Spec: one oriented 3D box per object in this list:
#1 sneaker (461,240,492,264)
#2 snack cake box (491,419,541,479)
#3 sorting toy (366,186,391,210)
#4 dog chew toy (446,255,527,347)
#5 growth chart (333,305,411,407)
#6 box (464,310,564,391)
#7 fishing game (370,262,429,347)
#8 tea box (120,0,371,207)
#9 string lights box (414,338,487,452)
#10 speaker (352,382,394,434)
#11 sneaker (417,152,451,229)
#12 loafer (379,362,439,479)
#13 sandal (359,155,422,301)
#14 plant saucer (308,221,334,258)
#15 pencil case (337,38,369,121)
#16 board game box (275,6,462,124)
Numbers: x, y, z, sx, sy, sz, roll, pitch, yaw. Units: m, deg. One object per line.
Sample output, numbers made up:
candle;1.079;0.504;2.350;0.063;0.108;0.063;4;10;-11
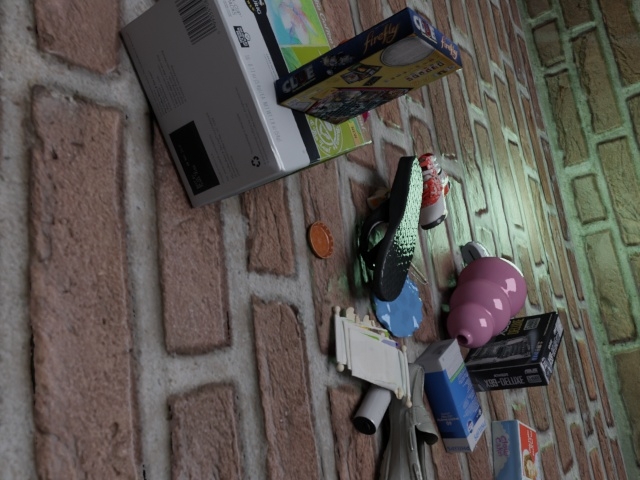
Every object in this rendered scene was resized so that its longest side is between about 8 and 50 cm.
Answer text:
sneaker;0.559;0.114;1.894;0.091;0.094;0.258;-16;80;-46
snack cake box;0.588;0.688;1.724;0.152;0.089;0.264;34;50;-40
sorting toy;0.161;-0.092;1.517;0.083;0.045;0.075;-46;133;-51
dog chew toy;0.474;0.190;1.692;0.332;0.206;0.206;-44;112;-44
growth chart;0.116;0.248;1.264;0.237;0.021;0.172;31;43;-27
box;0.576;0.331;1.724;0.307;0.242;0.076;-36;106;-53
fishing game;0.188;0.153;1.446;0.189;0.041;0.264;43;50;-25
tea box;-0.116;-0.272;1.047;0.323;0.220;0.329;-31;102;-55
string lights box;0.348;0.407;1.522;0.133;0.077;0.260;-25;97;-54
speaker;0.119;0.354;1.251;0.055;0.055;0.136;61;37;-17
sneaker;0.312;-0.154;1.700;0.145;0.090;0.270;55;35;-22
loafer;0.211;0.426;1.287;0.112;0.111;0.319;55;38;-45
sandal;0.171;-0.027;1.429;0.167;0.107;0.446;67;31;-41
plant saucer;0.000;0.000;1.272;0.083;0.013;0.083;26;56;-45
pencil case;0.080;-0.404;1.482;0.104;0.104;0.236;33;53;-43
board game box;0.074;-0.259;0.899;0.165;0.243;0.042;5;71;-53
